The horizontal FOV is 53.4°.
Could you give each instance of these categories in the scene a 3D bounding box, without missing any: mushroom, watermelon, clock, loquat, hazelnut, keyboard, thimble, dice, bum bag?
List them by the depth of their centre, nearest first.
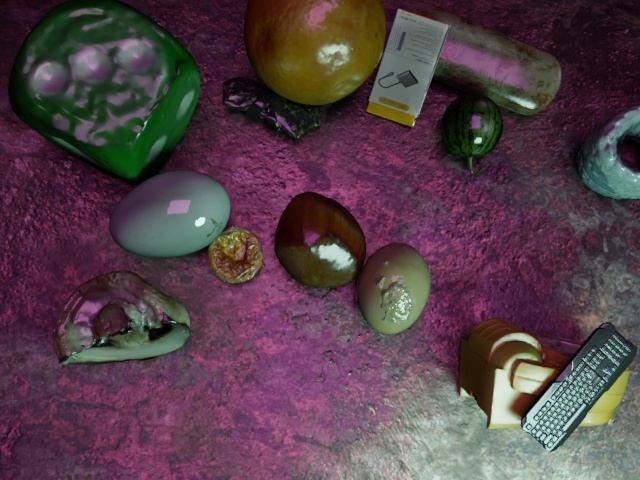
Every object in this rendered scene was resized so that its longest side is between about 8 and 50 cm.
[{"bbox_3d":[0.489,0.277,1.204,0.106,0.016,0.262,41,88,-9],"label":"keyboard"},{"bbox_3d":[-0.407,0.157,1.329,0.267,0.189,0.164,-23,65,16],"label":"mushroom"},{"bbox_3d":[0.472,0.284,1.335,0.317,0.244,0.200,9,99,-7],"label":"clock"},{"bbox_3d":[-0.445,-0.311,1.364,0.297,0.287,0.300,28,79,3],"label":"dice"},{"bbox_3d":[-0.006,0.004,1.394,0.210,0.210,0.186,32,102,3],"label":"hazelnut"},{"bbox_3d":[-0.011,-0.463,1.406,0.329,0.328,0.328,1,78,-4],"label":"loquat"},{"bbox_3d":[0.352,-0.244,1.479,0.141,0.141,0.187,0,85,-4],"label":"watermelon"},{"bbox_3d":[0.740,-0.206,1.480,0.250,0.172,0.204,-8,77,-4],"label":"thimble"},{"bbox_3d":[-0.119,-0.314,1.497,0.248,0.069,0.102,21,42,2],"label":"bum bag"}]

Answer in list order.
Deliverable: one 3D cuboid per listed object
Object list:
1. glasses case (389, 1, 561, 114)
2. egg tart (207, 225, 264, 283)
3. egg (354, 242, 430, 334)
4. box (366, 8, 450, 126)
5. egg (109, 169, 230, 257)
[{"bbox_3d":[0.371,-0.439,1.538,0.425,0.098,0.156,23,89,1],"label":"glasses case"},{"bbox_3d":[-0.188,0.035,1.429,0.130,0.052,0.130,1,77,-3],"label":"egg tart"},{"bbox_3d":[0.160,0.104,1.385,0.164,0.164,0.201,16,80,0],"label":"egg"},{"bbox_3d":[0.203,-0.405,1.501,0.129,0.033,0.247,20,113,3],"label":"box"},{"bbox_3d":[-0.324,-0.054,1.372,0.264,0.183,0.182,-18,80,-1],"label":"egg"}]
